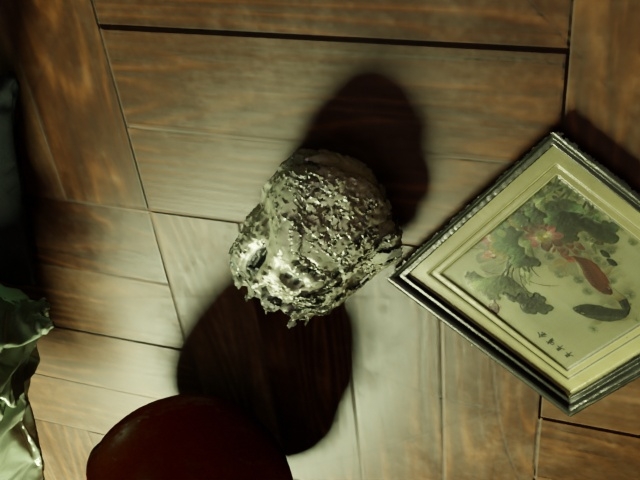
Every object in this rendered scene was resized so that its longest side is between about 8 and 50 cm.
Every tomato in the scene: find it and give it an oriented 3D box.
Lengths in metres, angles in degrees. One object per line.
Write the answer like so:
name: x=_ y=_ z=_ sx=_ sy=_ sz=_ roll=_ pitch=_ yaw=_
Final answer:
tomato: x=-0.104 y=0.226 z=0.803 sx=0.200 sy=0.139 sz=0.233 roll=44 pitch=175 yaw=7

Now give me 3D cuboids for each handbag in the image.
handbag: x=-0.348 y=-0.070 z=0.722 sx=0.211 sy=0.088 sz=0.254 roll=16 pitch=138 yaw=1

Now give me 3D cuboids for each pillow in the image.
pillow: x=-0.406 y=0.132 z=0.814 sx=0.310 sy=0.138 sz=0.283 roll=14 pitch=123 yaw=-4

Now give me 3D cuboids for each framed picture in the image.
framed picture: x=0.177 y=0.035 z=0.622 sx=0.195 sy=0.010 sz=0.199 roll=37 pitch=133 yaw=-7

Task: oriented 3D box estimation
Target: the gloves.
gloves: x=-0.002 y=0.002 z=0.634 sx=0.114 sy=0.070 sz=0.153 roll=35 pitch=131 yaw=-5
